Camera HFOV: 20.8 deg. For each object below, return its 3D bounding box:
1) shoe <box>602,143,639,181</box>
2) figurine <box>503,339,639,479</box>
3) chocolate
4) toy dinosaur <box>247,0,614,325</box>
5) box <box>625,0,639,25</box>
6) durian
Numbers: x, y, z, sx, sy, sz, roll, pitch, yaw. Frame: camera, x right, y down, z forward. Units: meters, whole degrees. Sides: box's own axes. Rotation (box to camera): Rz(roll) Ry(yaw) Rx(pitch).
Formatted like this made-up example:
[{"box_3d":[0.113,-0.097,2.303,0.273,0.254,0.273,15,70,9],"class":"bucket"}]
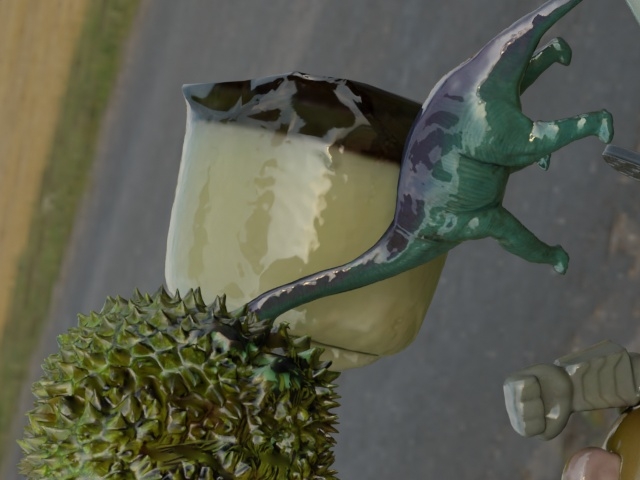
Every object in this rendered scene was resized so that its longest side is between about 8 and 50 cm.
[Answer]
[{"box_3d":[0.397,-0.080,1.935,0.179,0.071,0.049,27,82,37],"class":"shoe"},{"box_3d":[0.322,0.179,1.493,0.285,0.342,0.167,-61,-9,-16],"class":"figurine"},{"box_3d":[0.000,0.000,1.823,0.326,0.314,0.297,-4,77,48],"class":"chocolate"},{"box_3d":[0.086,-0.074,1.592,0.129,0.330,0.383,-119,27,-49],"class":"toy dinosaur"},{"box_3d":[0.277,-0.258,1.385,0.130,0.162,0.227,-34,79,27],"class":"box"},{"box_3d":[-0.120,0.167,1.426,0.224,0.291,0.291,145,133,-65],"class":"durian"}]
